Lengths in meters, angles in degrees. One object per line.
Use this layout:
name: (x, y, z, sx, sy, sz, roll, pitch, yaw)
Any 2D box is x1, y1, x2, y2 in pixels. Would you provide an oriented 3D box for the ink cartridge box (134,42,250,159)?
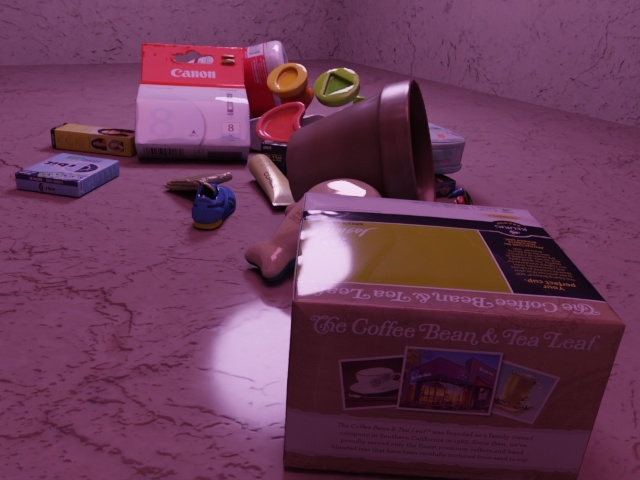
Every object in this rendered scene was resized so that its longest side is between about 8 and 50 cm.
ink cartridge box: (-0.361, -0.417, 1.703, 0.307, 0.385, 0.091, -1, -19, -11)

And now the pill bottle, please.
pill bottle: (-0.298, -0.487, 1.929, 0.407, 0.229, 0.229, -11, 23, 5)

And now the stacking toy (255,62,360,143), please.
stacking toy: (-0.026, -0.352, 1.696, 0.279, 0.130, 0.309, 3, 59, 17)

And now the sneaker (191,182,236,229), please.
sneaker: (-0.228, -0.096, 1.303, 0.069, 0.082, 0.209, 4, 22, 4)

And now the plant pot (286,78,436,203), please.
plant pot: (0.088, -0.165, 1.296, 0.280, 0.323, 0.323, -5, 20, 19)

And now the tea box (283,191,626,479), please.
tea box: (0.128, 0.100, 0.750, 0.328, 0.220, 0.324, 5, 23, 0)

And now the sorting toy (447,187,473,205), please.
sorting toy: (0.337, -0.092, 1.450, 0.042, 0.061, 0.102, -23, 4, 26)

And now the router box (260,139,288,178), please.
router box: (-0.097, -0.211, 1.573, 0.122, 0.092, 0.038, 6, 24, 3)

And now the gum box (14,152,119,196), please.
gum box: (-0.595, -0.158, 1.421, 0.156, 0.041, 0.184, 9, 23, 8)

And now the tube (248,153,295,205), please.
tube: (-0.110, -0.139, 1.456, 0.070, 0.062, 0.240, -36, 39, -1)

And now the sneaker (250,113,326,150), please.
sneaker: (-0.136, -0.341, 1.879, 0.292, 0.108, 0.169, -9, 13, -22)

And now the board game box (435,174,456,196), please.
board game box: (0.206, -0.153, 1.562, 0.243, 0.042, 0.165, -7, 26, -25)

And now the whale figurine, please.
whale figurine: (0.000, 0.000, 1.107, 0.272, 0.141, 0.216, -34, 38, -18)

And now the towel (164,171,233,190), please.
towel: (-0.288, -0.139, 1.415, 0.148, 0.027, 0.110, 1, 16, 43)

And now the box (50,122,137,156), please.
box: (-0.629, -0.285, 1.683, 0.232, 0.058, 0.087, 6, 24, 4)

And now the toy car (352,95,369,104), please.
toy car: (0.193, -0.374, 1.946, 0.188, 0.155, 0.149, 1, 22, -34)

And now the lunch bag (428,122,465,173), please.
lunch bag: (0.227, -0.242, 1.581, 0.279, 0.108, 0.224, -7, 28, -23)
